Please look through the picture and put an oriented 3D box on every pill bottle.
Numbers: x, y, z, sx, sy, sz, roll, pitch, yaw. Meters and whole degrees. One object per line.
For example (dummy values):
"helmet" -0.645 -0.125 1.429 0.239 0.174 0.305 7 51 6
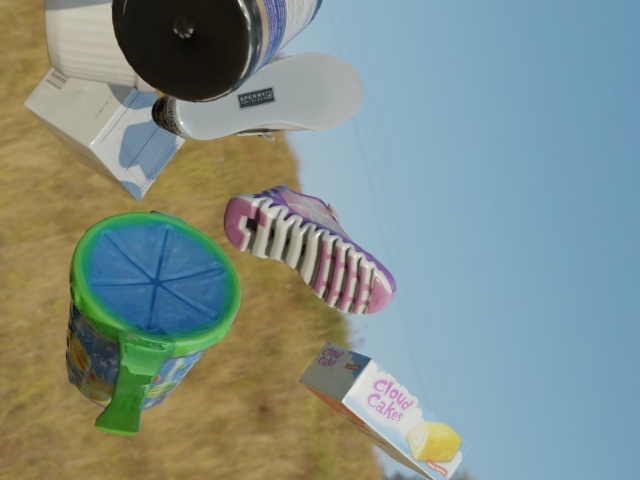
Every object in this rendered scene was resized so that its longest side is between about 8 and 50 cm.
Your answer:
"pill bottle" -0.068 -0.207 0.853 0.219 0.122 0.123 -56 140 -54

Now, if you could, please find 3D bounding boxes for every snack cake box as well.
"snack cake box" 0.108 0.290 1.737 0.264 0.089 0.152 43 -13 -26

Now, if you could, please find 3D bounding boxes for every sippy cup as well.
"sippy cup" -0.255 0.118 1.454 0.240 0.305 0.224 40 -49 13

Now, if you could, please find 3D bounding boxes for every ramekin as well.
"ramekin" -0.259 -0.312 1.234 0.273 0.127 0.273 179 -90 -80

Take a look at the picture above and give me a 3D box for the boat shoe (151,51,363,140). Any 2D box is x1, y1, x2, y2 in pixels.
"boat shoe" -0.086 -0.192 1.443 0.105 0.306 0.113 8 -67 57

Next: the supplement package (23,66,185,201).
"supplement package" -0.329 -0.182 1.616 0.133 0.139 0.244 33 -11 16

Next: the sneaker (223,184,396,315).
"sneaker" 0.000 0.000 1.283 0.236 0.104 0.095 32 -53 17
